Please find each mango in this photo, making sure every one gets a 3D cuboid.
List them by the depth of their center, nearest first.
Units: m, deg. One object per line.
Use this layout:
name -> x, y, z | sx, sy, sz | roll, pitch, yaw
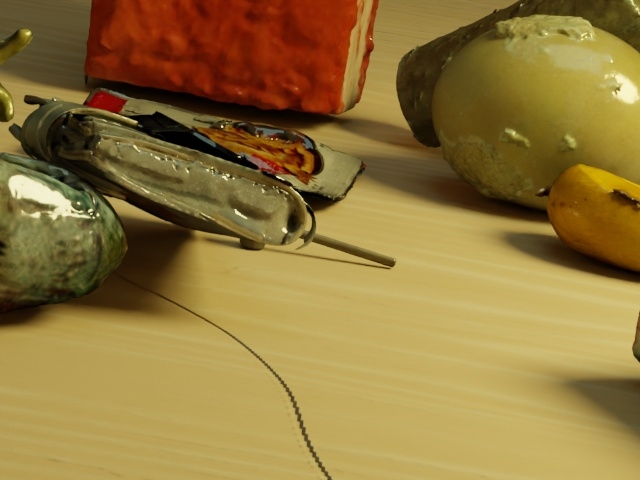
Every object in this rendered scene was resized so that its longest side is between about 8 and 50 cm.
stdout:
mango -> 0.249, -0.007, 1.487 | 0.187, 0.066, 0.101 | 19, 10, 15

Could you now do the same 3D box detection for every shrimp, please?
shrimp -> -0.262, -0.035, 1.081 | 0.372, 0.172, 0.137 | 5, 18, -46

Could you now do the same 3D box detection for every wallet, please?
wallet -> -0.108, -0.050, 1.278 | 0.170, 0.069, 0.231 | 24, -4, -20

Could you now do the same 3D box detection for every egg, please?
egg -> 0.188, -0.102, 1.614 | 0.201, 0.164, 0.164 | 11, 15, 22

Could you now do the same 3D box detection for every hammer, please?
hammer -> 0.000, 0.000, 1.384 | 0.110, 0.035, 0.019 | 17, 16, -6

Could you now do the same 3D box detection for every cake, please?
cake -> -0.068, -0.272, 1.867 | 0.269, 0.270, 0.319 | 9, 17, 0

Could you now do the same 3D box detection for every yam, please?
yam -> 0.189, -0.168, 1.723 | 0.259, 0.093, 0.093 | -22, -4, 34

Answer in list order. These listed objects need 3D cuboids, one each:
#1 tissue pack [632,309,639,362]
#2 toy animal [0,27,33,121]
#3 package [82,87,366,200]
tissue pack -> 0.378, 0.075, 1.190 | 0.315, 0.103, 0.228 | 1, 19, -26
toy animal -> -0.266, -0.067, 1.211 | 0.136, 0.181, 0.073 | 9, 28, -50
package -> -0.089, -0.072, 1.576 | 0.239, 0.030, 0.154 | 12, 18, 7
